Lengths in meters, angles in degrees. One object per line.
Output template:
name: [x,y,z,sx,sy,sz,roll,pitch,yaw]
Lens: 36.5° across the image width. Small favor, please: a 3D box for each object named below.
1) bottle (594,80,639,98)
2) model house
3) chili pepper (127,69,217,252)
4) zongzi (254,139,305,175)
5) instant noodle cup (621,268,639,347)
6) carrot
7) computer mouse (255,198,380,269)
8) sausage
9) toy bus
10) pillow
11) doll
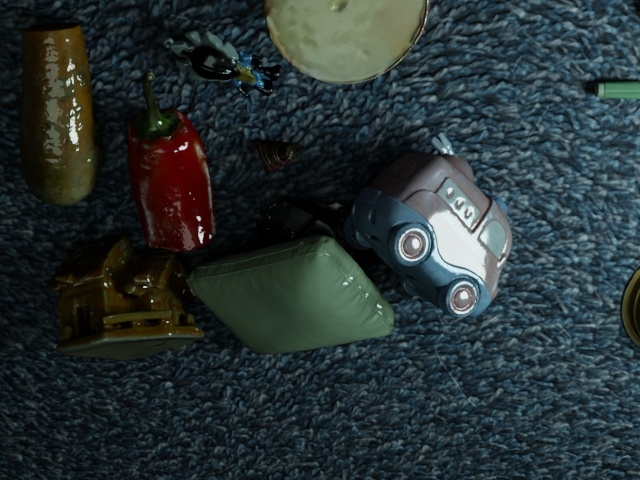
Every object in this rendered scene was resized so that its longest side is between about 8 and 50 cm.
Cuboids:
bottle: [0.508,-0.255,1.639,0.083,0.030,0.030,0,116,1]
model house: [-0.350,0.091,1.729,0.199,0.220,0.229,-23,70,20]
chili pepper: [-0.263,-0.151,1.637,0.135,0.131,0.338,5,123,26]
zongzi: [-0.069,-0.150,1.669,0.083,0.073,0.067,-15,98,7]
instant noodle cup: [0.708,0.134,1.797,0.274,0.090,0.274,0,116,-1]
carrot: [-0.439,-0.206,1.612,0.139,0.138,0.301,-1,115,1]
computer mouse: [0.000,0.000,1.741,0.242,0.077,0.146,18,113,-9]
sausage: [0.034,-0.379,1.437,0.233,0.287,0.233,1,116,1]
toy bus: [0.204,-0.021,1.660,0.294,0.197,0.232,44,80,-22]
pillow: [-0.056,0.102,1.716,0.322,0.119,0.255,-14,131,34]
doll: [-0.166,-0.294,1.601,0.195,0.070,0.096,18,132,-13]
